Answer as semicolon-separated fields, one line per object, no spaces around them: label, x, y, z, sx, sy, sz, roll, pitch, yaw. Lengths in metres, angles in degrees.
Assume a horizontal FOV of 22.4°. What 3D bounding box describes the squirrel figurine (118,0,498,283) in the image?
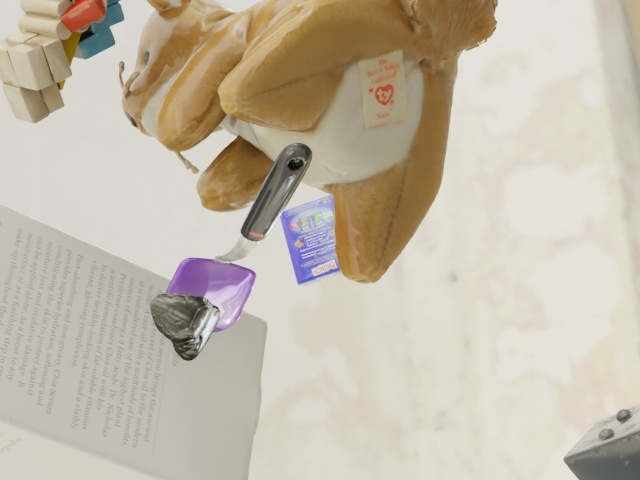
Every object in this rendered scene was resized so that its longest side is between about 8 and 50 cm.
squirrel figurine;-0.026;-0.208;1.709;0.397;0.370;0.281;-54;-52;-11

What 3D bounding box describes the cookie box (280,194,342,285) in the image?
cookie box;0.000;0.000;2.261;0.040;0.092;0.107;15;-121;-68

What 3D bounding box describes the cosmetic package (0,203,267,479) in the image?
cosmetic package;-0.288;0.124;1.646;0.453;0.161;0.230;26;-127;-27

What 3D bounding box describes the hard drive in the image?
hard drive;0.337;0.138;1.335;0.054;0.254;0.172;66;-159;3

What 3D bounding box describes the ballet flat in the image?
ballet flat;-0.125;0.074;1.505;0.057;0.049;0.173;-60;-6;-12

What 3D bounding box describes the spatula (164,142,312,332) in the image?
spatula;-0.071;0.001;1.509;0.084;0.296;0.030;11;-126;-21

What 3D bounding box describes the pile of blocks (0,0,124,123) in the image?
pile of blocks;-0.223;-0.288;1.651;0.149;0.112;0.362;12;-86;-39
